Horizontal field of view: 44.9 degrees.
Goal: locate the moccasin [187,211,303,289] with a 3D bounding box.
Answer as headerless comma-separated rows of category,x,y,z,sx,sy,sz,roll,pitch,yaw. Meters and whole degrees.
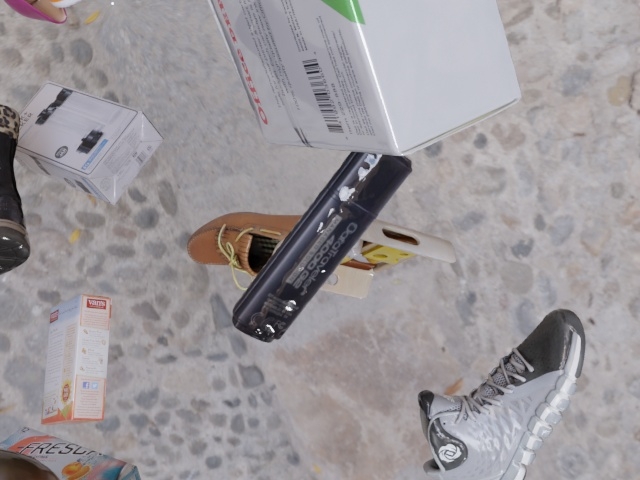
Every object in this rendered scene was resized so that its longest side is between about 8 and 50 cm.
moccasin,-0.146,0.023,1.766,0.380,0.147,0.139,4,130,24

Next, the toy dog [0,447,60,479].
toy dog,-0.090,0.270,0.423,0.408,0.395,0.284,41,67,-34

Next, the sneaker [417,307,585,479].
sneaker,0.174,0.162,0.803,0.132,0.086,0.228,21,97,-7

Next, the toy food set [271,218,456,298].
toy food set,0.065,0.041,1.378,0.220,0.306,0.092,15,69,-24

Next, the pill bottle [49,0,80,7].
pill bottle,-0.342,-0.378,0.969,0.086,0.086,0.152,-33,128,-3

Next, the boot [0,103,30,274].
boot,-0.643,-0.054,1.259,0.378,0.284,0.138,-18,151,14

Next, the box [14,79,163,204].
box,-0.466,-0.194,1.492,0.169,0.290,0.087,-56,146,-17

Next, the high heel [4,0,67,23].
high heel,-0.524,-0.491,1.213,0.181,0.377,0.127,36,84,15

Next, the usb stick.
usb stick,0.000,0.000,0.886,0.077,0.045,0.278,30,104,-33

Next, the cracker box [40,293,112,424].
cracker box,-0.466,0.231,1.478,0.067,0.156,0.232,12,70,-37

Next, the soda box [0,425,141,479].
soda box,-0.258,0.245,0.778,0.058,0.183,0.063,-37,124,-47

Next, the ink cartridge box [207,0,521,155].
ink cartridge box,0.013,-0.195,0.663,0.122,0.289,0.211,-26,109,-18
